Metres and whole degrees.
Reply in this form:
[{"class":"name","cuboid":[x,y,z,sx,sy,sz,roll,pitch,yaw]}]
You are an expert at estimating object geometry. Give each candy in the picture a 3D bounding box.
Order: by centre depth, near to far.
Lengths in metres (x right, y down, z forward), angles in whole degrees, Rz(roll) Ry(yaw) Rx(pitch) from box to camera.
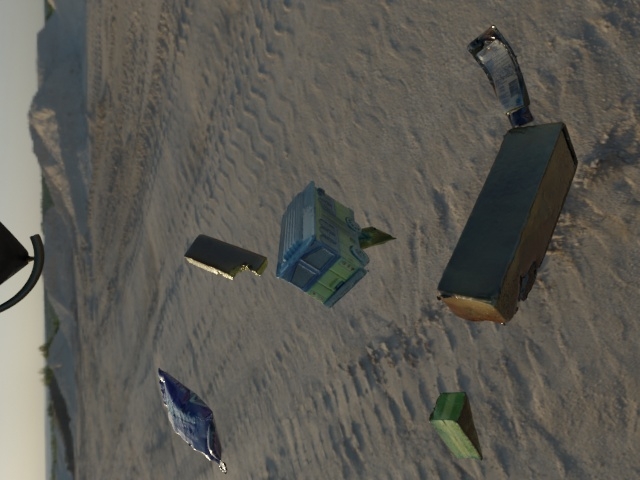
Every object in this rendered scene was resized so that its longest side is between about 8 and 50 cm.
[{"class":"candy","cuboid":[-0.304,0.413,0.966,0.275,0.070,0.145,23,123,39]}]

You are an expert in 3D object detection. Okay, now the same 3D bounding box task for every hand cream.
[{"class":"hand cream","cuboid":[0.298,-0.261,0.673,0.163,0.039,0.062,64,158,-3]}]

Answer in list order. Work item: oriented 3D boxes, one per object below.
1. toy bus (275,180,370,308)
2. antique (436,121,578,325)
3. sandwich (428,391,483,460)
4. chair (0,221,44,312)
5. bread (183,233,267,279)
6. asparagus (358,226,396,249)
[{"class":"toy bus","cuboid":[0.000,0.000,1.065,0.152,0.190,0.312,-48,22,24]},{"class":"antique","cuboid":[0.274,-0.025,0.593,0.087,0.093,0.310,6,58,48]},{"class":"sandwich","cuboid":[0.296,0.391,0.873,0.074,0.074,0.116,-22,108,45]},{"class":"chair","cuboid":[-0.620,0.036,0.720,0.272,0.188,0.166,1,132,42]},{"class":"bread","cuboid":[-0.251,0.052,1.105,0.226,0.088,0.049,19,149,24]},{"class":"asparagus","cuboid":[0.072,0.011,1.300,0.082,0.343,0.085,103,150,-79]}]
